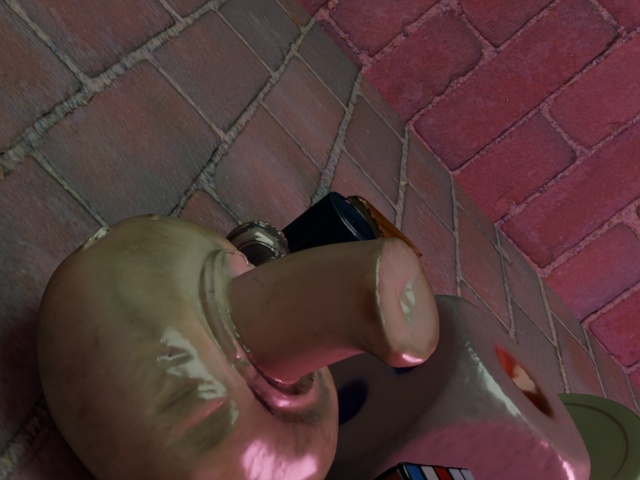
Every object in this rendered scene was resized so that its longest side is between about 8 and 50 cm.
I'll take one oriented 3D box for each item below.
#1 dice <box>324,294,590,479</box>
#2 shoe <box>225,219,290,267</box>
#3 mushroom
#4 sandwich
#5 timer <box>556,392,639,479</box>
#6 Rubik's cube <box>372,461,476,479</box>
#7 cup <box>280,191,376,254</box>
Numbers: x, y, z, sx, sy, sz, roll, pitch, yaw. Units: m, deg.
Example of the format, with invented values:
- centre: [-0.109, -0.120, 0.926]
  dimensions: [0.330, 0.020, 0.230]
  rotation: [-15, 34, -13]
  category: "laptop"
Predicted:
- centre: [0.152, 0.243, 1.398]
  dimensions: [0.259, 0.251, 0.243]
  rotation: [43, 17, -26]
  category: "dice"
- centre: [-0.062, 0.058, 1.525]
  dimensions: [0.180, 0.089, 0.092]
  rotation: [49, 17, -34]
  category: "shoe"
- centre: [-0.088, 0.131, 1.034]
  dimensions: [0.356, 0.315, 0.315]
  rotation: [20, 2, 28]
  category: "mushroom"
- centre: [0.101, -0.009, 2.082]
  dimensions: [0.163, 0.079, 0.113]
  rotation: [21, 35, -57]
  category: "sandwich"
- centre: [0.348, 0.419, 1.597]
  dimensions: [0.291, 0.291, 0.315]
  rotation: [-89, 160, -65]
  category: "timer"
- centre: [0.090, 0.344, 1.135]
  dimensions: [0.182, 0.184, 0.187]
  rotation: [22, 32, -58]
  category: "Rubik's cube"
- centre: [-0.006, -0.003, 1.694]
  dimensions: [0.113, 0.138, 0.150]
  rotation: [32, 25, -47]
  category: "cup"
